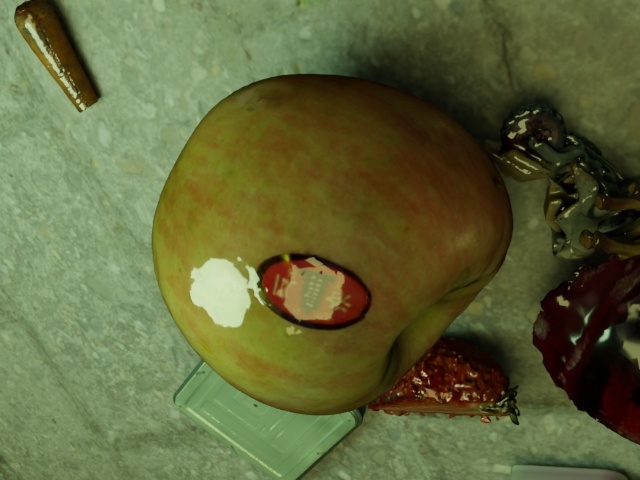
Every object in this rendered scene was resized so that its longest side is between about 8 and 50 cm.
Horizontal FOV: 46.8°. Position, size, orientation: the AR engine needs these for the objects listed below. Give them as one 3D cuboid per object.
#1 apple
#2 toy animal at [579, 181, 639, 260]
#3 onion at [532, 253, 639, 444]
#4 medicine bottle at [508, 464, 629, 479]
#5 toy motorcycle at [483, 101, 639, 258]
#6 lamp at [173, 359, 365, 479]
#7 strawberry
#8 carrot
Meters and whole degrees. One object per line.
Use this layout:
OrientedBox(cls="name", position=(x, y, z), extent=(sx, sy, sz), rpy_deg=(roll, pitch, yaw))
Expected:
OrientedBox(cls="apple", position=(0.000, 0.000, 0.842), extent=(0.346, 0.392, 0.391), rpy_deg=(42, 131, 24))
OrientedBox(cls="toy animal", position=(0.405, -0.050, 0.765), extent=(0.276, 0.054, 0.149), rpy_deg=(-17, 143, 8))
OrientedBox(cls="onion", position=(0.395, 0.162, 0.878), extent=(0.280, 0.146, 0.314), rpy_deg=(6, 135, 9))
OrientedBox(cls="medicine bottle", position=(0.396, 0.394, 1.098), extent=(0.219, 0.078, 0.115), rpy_deg=(-5, 117, 26))
OrientedBox(cls="toy motorcycle", position=(0.278, -0.055, 0.852), extent=(0.229, 0.094, 0.130), rpy_deg=(35, 127, -17))
OrientedBox(cls="lamp", position=(-0.093, 0.278, 1.253), extent=(0.269, 0.047, 0.266), rpy_deg=(37, 126, -2))
OrientedBox(cls="strawberry", position=(0.171, 0.196, 1.064), extent=(0.236, 0.106, 0.175), rpy_deg=(2, 158, 23))
OrientedBox(cls="carrot", position=(-0.365, -0.258, 1.031), extent=(0.055, 0.055, 0.161), rpy_deg=(-9, 123, 27))
